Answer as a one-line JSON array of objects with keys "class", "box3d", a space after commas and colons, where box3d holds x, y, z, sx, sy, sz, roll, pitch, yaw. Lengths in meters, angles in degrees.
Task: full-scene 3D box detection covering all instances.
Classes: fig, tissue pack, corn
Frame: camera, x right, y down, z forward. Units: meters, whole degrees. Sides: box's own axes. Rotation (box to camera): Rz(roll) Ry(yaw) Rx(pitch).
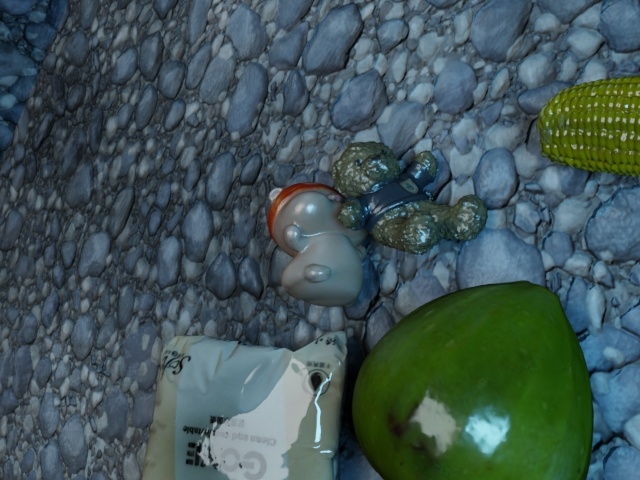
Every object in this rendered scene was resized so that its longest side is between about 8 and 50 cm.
[{"class": "fig", "box3d": [0.197, 0.191, 1.022, 0.316, 0.316, 0.316, -13, 71, 43]}, {"class": "tissue pack", "box3d": [-0.117, 0.336, 1.371, 0.375, 0.195, 0.390, -1, 79, 32]}, {"class": "corn", "box3d": [0.411, -0.130, 0.979, 0.344, 0.131, 0.131, 12, 89, 46]}]

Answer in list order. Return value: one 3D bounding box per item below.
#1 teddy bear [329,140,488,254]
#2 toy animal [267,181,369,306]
[{"class": "teddy bear", "box3d": [0.114, -0.051, 1.265, 0.251, 0.181, 0.129, 47, 145, 35]}, {"class": "toy animal", "box3d": [0.000, 0.000, 1.347, 0.171, 0.171, 0.198, -30, 58, 37]}]
